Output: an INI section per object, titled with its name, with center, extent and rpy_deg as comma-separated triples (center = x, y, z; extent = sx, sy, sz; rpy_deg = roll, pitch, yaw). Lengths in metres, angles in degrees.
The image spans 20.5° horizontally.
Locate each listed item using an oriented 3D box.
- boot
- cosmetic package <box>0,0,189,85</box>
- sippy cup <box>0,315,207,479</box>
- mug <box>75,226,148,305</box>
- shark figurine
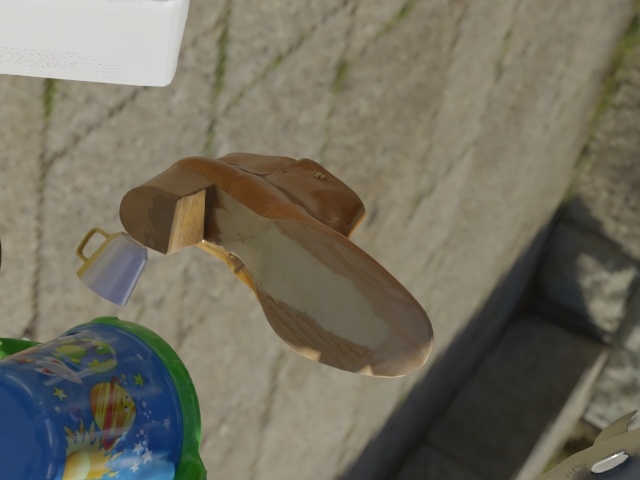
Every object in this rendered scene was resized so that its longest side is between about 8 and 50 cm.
[boot]
center = -0.001, 0.001, 1.461
extent = 0.211, 0.295, 0.104
rpy_deg = -25, 138, -60
[cosmetic package]
center = -0.122, -0.184, 0.658
extent = 0.453, 0.161, 0.230
rpy_deg = -165, -101, -84
[sippy cup]
center = -0.284, 0.208, 1.916
extent = 0.224, 0.305, 0.240
rpy_deg = -5, 88, -60
[mug]
center = -0.221, 0.021, 1.869
extent = 0.064, 0.078, 0.062
rpy_deg = -55, -177, 8
[shark figurine]
center = 0.320, 0.213, 1.599
extent = 0.166, 0.116, 0.278
rpy_deg = -32, -177, -43
